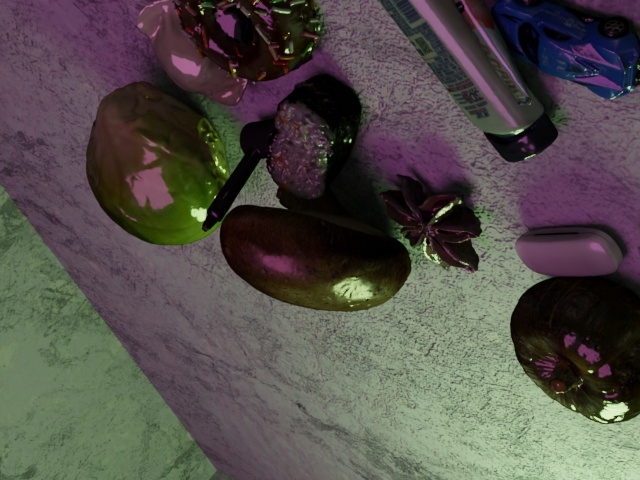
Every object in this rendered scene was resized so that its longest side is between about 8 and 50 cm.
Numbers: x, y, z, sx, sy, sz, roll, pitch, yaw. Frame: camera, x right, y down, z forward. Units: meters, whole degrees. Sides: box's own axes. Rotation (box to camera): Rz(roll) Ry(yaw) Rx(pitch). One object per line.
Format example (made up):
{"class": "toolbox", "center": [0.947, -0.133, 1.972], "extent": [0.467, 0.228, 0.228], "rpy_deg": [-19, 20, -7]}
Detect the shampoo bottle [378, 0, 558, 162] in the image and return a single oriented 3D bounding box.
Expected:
{"class": "shampoo bottle", "center": [0.183, -0.263, 1.525], "extent": [0.359, 0.078, 0.134], "rpy_deg": [50, 163, -14]}

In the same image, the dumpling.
{"class": "dumpling", "center": [-0.203, -0.334, 1.943], "extent": [0.166, 0.126, 0.215], "rpy_deg": [-28, 93, 36]}

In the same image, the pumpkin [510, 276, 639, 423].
{"class": "pumpkin", "center": [0.413, 0.177, 1.732], "extent": [0.260, 0.189, 0.260], "rpy_deg": [32, 151, 21]}

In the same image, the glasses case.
{"class": "glasses case", "center": [0.377, 0.018, 1.701], "extent": [0.074, 0.049, 0.193], "rpy_deg": [53, 152, -20]}

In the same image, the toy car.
{"class": "toy car", "center": [0.302, -0.246, 1.394], "extent": [0.216, 0.063, 0.103], "rpy_deg": [28, 151, 29]}

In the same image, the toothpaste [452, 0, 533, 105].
{"class": "toothpaste", "center": [0.217, -0.266, 1.442], "extent": [0.205, 0.036, 0.056], "rpy_deg": [59, 179, -7]}

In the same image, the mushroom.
{"class": "mushroom", "center": [-0.004, 0.025, 1.997], "extent": [0.345, 0.345, 0.239], "rpy_deg": [18, 120, 42]}

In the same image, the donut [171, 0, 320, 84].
{"class": "donut", "center": [-0.126, -0.363, 1.773], "extent": [0.270, 0.103, 0.269], "rpy_deg": [30, 148, 21]}

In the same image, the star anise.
{"class": "star anise", "center": [0.197, -0.022, 1.873], "extent": [0.212, 0.073, 0.196], "rpy_deg": [21, 143, 43]}

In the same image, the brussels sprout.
{"class": "brussels sprout", "center": [-0.312, -0.151, 2.219], "extent": [0.344, 0.268, 0.344], "rpy_deg": [18, 124, 30]}

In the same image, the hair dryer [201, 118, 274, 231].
{"class": "hair dryer", "center": [-0.139, -0.119, 2.007], "extent": [0.070, 0.248, 0.114], "rpy_deg": [46, 155, -28]}

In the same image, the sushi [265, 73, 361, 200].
{"class": "sushi", "center": [-0.014, -0.172, 1.889], "extent": [0.136, 0.126, 0.225], "rpy_deg": [37, 152, 14]}
